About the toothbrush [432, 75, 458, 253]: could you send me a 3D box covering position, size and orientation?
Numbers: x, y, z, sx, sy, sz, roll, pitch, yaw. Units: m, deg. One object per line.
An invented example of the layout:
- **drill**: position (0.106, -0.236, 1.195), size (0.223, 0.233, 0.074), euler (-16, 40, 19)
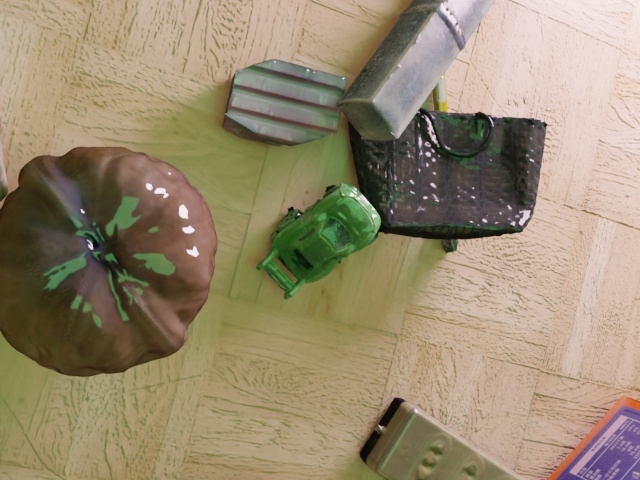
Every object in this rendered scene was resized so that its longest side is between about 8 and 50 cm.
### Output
- **toothbrush**: position (0.170, -0.125, 1.063), size (0.021, 0.024, 0.288), euler (-7, 96, -12)

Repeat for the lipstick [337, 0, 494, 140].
- **lipstick**: position (0.130, -0.251, 0.986), size (0.290, 0.077, 0.076), euler (-54, 125, -19)

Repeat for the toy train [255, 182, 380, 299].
- **toy train**: position (0.000, 0.000, 0.965), size (0.149, 0.081, 0.099), euler (-33, 106, 28)

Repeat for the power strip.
- **power strip**: position (0.174, 0.321, 1.076), size (0.256, 0.070, 0.105), euler (36, 81, -19)

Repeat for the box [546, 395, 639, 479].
- **box**: position (0.476, 0.470, 1.105), size (0.348, 0.257, 0.319), euler (-43, 109, -14)

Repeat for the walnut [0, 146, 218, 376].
- **walnut**: position (-0.228, 0.023, 0.814), size (0.248, 0.248, 0.249), euler (-2, 95, -21)

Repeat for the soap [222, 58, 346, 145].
- **soap**: position (-0.049, -0.168, 0.958), size (0.149, 0.056, 0.100), euler (9, 89, -22)

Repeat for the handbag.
- **handbag**: position (0.167, -0.090, 1.019), size (0.270, 0.088, 0.175), euler (2, 85, -6)

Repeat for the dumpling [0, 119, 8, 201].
- **dumpling**: position (-0.421, -0.140, 0.774), size (0.179, 0.131, 0.252), euler (-12, 105, -17)
